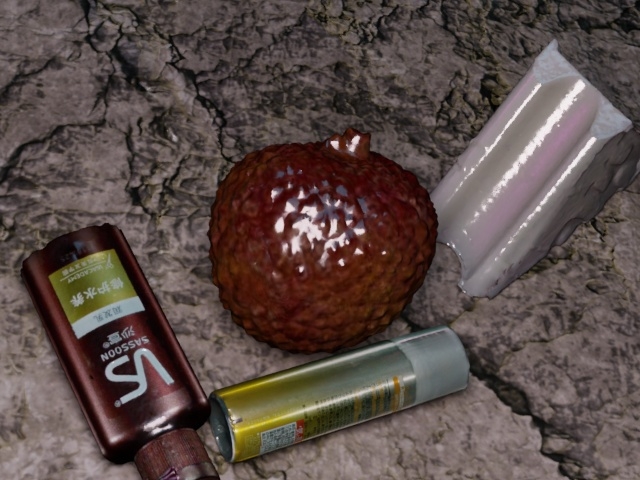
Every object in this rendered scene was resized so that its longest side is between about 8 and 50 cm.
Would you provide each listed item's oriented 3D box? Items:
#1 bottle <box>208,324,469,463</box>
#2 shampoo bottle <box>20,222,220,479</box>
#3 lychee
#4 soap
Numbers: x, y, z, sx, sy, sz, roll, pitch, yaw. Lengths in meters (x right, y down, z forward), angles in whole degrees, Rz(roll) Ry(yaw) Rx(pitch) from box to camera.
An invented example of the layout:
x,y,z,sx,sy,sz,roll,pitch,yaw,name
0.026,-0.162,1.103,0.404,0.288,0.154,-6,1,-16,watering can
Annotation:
x,y,z,sx,sy,sz,roll,pitch,yaw,name
0.024,0.164,1.389,0.286,0.082,0.082,-14,59,-21,bottle
-0.208,0.135,1.359,0.129,0.084,0.323,-22,62,-14,shampoo bottle
0.000,0.000,1.411,0.261,0.260,0.260,6,54,-8,lychee
0.280,-0.074,1.642,0.159,0.258,0.302,44,102,18,soap
